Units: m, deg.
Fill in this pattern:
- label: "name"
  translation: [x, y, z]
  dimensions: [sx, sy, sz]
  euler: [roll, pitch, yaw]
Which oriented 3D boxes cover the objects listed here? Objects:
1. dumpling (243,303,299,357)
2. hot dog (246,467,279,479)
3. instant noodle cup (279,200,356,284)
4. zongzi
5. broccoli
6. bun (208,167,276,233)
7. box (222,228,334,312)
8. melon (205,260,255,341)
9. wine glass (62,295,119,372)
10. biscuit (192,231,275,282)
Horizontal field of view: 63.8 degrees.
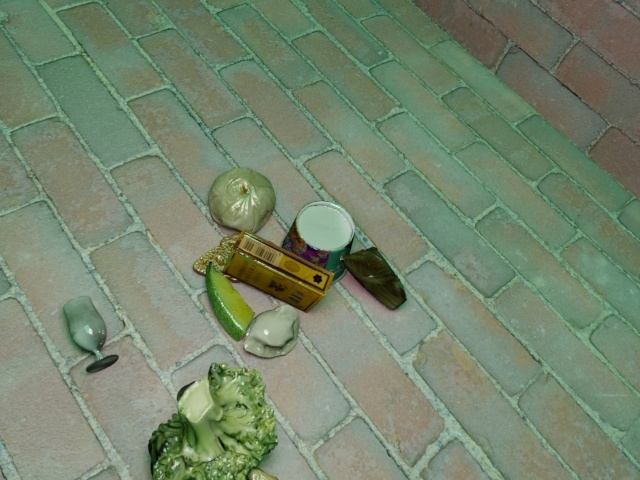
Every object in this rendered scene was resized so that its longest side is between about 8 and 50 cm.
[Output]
- label: "dumpling"
  translation: [-0.134, 0.276, 1.531]
  dimensions: [0.150, 0.092, 0.176]
  euler: [50, 42, -6]
- label: "hot dog"
  translation: [-0.106, 0.675, 1.291]
  dimensions: [0.073, 0.084, 0.242]
  euler: [-21, 65, -29]
- label: "instant noodle cup"
  translation: [0.000, 0.000, 1.676]
  dimensions: [0.251, 0.190, 0.251]
  euler: [6, 57, -10]
- label: "zongzi"
  translation: [0.171, 0.125, 1.630]
  dimensions: [0.221, 0.112, 0.242]
  euler: [52, 18, 14]
- label: "broccoli"
  translation: [-0.262, 0.478, 1.261]
  dimensions: [0.277, 0.317, 0.338]
  euler: [28, 84, 24]
- label: "bun"
  translation: [-0.254, -0.145, 1.734]
  dimensions: [0.244, 0.153, 0.243]
  euler: [9, 58, -14]
- label: "box"
  translation: [-0.132, 0.098, 1.554]
  dimensions: [0.302, 0.193, 0.084]
  euler: [27, 62, -7]
- label: "melon"
  translation: [-0.281, 0.173, 1.567]
  dimensions: [0.114, 0.053, 0.261]
  euler: [-22, 74, -39]
- label: "wine glass"
  translation: [-0.637, 0.255, 1.420]
  dimensions: [0.093, 0.093, 0.202]
  euler: [-24, 69, -25]
- label: "biscuit"
  translation: [-0.271, 0.061, 1.660]
  dimensions: [0.280, 0.043, 0.183]
  euler: [-16, 66, -17]
